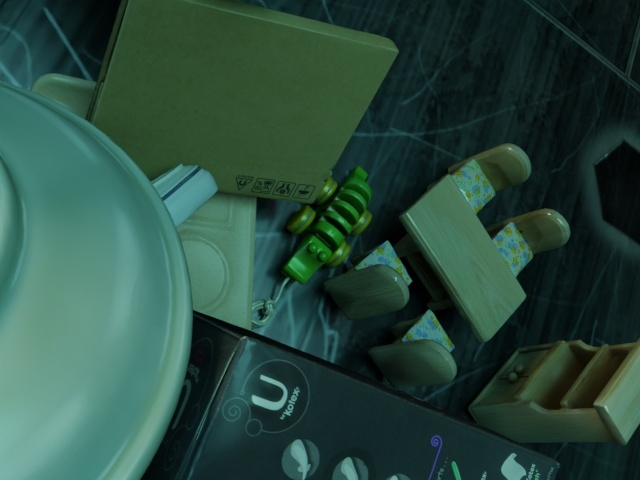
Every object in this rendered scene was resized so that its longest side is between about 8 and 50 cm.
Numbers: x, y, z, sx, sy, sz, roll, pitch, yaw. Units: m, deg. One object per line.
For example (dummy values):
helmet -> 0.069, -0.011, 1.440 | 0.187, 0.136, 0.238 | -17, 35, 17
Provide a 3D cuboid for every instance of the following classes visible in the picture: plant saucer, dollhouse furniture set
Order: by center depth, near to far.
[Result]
plant saucer -> -0.267, 0.019, 0.434 | 0.400, 0.100, 0.400 | 6, 53, -8
dollhouse furniture set -> 0.170, 0.053, 0.733 | 0.212, 0.161, 0.242 | -40, 101, -34

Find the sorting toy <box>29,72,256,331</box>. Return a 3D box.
sorting toy -> -0.144, -0.013, 0.661 | 0.193, 0.038, 0.208 | 8, 79, -27

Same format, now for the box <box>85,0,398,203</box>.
box -> -0.063, -0.100, 0.611 | 0.201, 0.164, 0.021 | 6, 45, -27

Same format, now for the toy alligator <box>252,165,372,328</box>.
toy alligator -> 0.000, 0.000, 0.724 | 0.056, 0.051, 0.190 | 42, 63, -14

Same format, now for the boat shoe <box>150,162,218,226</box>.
boat shoe -> -0.177, -0.006, 0.572 | 0.226, 0.083, 0.076 | -36, 101, -26

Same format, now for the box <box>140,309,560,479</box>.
box -> 0.009, 0.169, 0.612 | 0.270, 0.165, 0.143 | 25, 82, -22
